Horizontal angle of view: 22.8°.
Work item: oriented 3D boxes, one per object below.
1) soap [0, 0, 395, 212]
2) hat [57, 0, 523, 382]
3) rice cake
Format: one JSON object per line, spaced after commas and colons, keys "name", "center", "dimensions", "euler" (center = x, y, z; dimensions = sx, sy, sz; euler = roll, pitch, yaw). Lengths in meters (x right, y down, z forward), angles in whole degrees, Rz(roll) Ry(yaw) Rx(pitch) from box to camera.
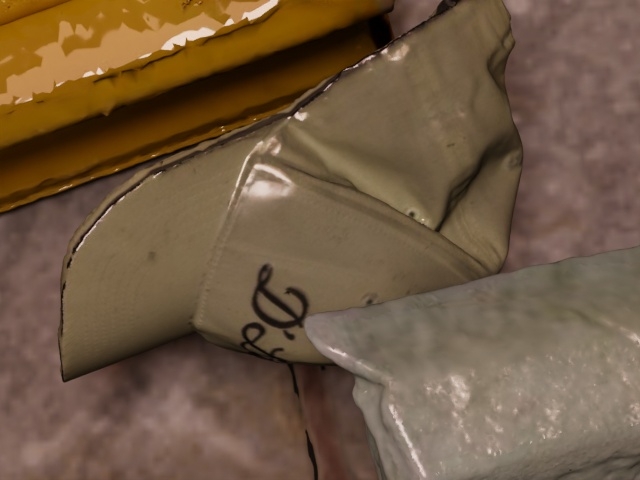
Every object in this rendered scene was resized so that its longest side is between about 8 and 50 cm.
{"name": "soap", "center": [-0.147, -0.105, 0.553], "dimensions": [0.324, 0.096, 0.204], "euler": [-18, 75, 2]}
{"name": "hat", "center": [-0.007, -0.002, 0.496], "dimensions": [0.166, 0.122, 0.081], "euler": [-23, 65, -21]}
{"name": "rice cake", "center": [0.101, 0.039, 0.480], "dimensions": [0.206, 0.063, 0.069], "euler": [-13, 59, -11]}
